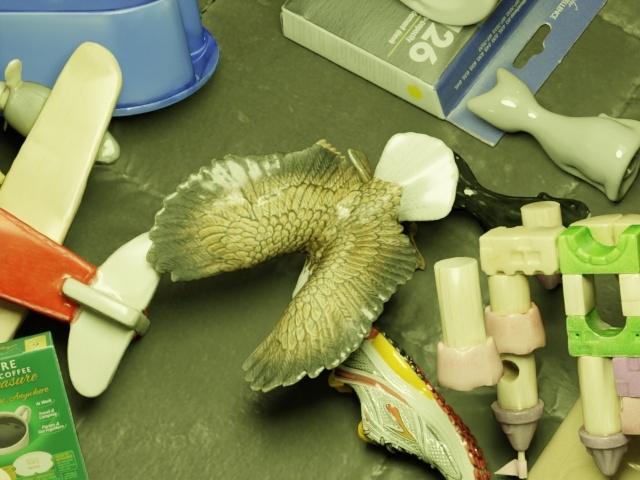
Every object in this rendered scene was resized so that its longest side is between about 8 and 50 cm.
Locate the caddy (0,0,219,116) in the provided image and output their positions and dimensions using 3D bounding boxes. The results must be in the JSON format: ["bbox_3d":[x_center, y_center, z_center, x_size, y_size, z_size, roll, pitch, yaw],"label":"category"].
[{"bbox_3d":[-0.291,-0.242,2.051,0.341,0.179,0.241,1,35,4],"label":"caddy"}]

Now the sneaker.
[{"bbox_3d":[0.095,0.196,1.826,0.092,0.088,0.225,-42,64,3],"label":"sneaker"}]

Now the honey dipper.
[{"bbox_3d":[0.052,-0.058,2.002,0.160,0.030,0.030,40,69,21],"label":"honey dipper"}]

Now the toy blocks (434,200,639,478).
[{"bbox_3d":[0.299,0.110,1.737,0.288,0.260,0.309,-2,15,27],"label":"toy blocks"}]

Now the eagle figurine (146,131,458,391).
[{"bbox_3d":[-0.001,0.010,1.852,0.226,0.225,0.298,7,18,36],"label":"eagle figurine"}]

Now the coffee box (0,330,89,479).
[{"bbox_3d":[-0.308,0.190,1.790,0.113,0.184,0.040,-14,25,-5],"label":"coffee box"}]

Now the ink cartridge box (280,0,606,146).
[{"bbox_3d":[0.161,-0.302,2.121,0.307,0.072,0.303,29,65,21],"label":"ink cartridge box"}]

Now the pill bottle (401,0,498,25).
[{"bbox_3d":[0.194,-0.404,2.049,0.160,0.160,0.283,25,64,17],"label":"pill bottle"}]

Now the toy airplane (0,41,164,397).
[{"bbox_3d":[-0.352,0.011,1.878,0.386,0.272,0.384,-20,98,-18],"label":"toy airplane"}]

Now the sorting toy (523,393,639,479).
[{"bbox_3d":[0.331,0.250,1.800,0.208,0.038,0.193,27,64,23],"label":"sorting toy"}]

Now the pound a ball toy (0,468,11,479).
[{"bbox_3d":[-0.234,0.385,1.670,0.208,0.136,0.319,6,51,-36],"label":"pound a ball toy"}]

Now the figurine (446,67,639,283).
[{"bbox_3d":[0.232,-0.086,1.971,0.209,0.092,0.215,30,64,19],"label":"figurine"}]
